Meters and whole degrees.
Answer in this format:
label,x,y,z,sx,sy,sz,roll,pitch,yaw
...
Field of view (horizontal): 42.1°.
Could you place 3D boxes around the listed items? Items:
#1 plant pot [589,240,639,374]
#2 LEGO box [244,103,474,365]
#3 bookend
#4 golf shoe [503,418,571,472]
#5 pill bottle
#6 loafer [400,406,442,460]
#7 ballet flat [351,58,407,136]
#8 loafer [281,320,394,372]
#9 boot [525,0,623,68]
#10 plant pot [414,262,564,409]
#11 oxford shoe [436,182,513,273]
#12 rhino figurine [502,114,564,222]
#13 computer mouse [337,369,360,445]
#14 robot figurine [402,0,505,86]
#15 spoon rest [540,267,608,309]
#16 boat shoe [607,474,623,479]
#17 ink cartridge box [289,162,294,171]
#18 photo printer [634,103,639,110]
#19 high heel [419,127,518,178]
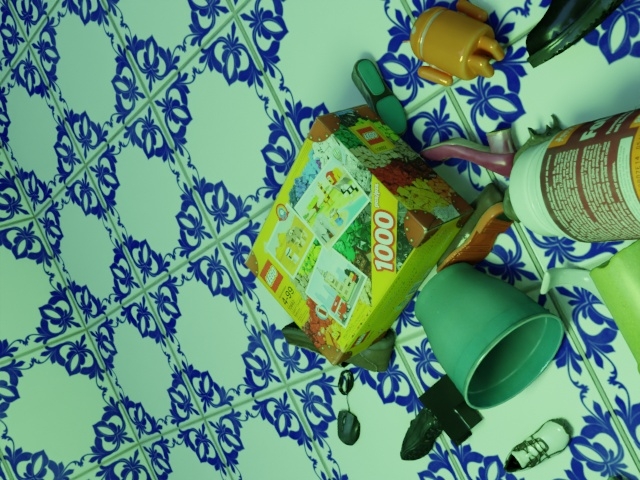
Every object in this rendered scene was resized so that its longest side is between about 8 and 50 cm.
label,x,y,z,sx,sy,sz,roll,pitch,yaw
plant pot,0.647,0.112,1.543,0.254,0.276,0.276,57,134,13
LEGO box,0.072,-0.008,1.991,0.372,0.193,0.500,47,133,20
bookend,0.351,0.403,2.073,0.156,0.072,0.157,51,132,16
golf shoe,0.505,0.492,1.948,0.077,0.094,0.198,50,131,19
pill bottle,0.526,-0.110,1.471,0.392,0.224,0.224,-7,101,66
loafer,0.266,0.510,2.204,0.223,0.076,0.078,112,157,-43
ballet flat,0.142,-0.338,2.005,0.213,0.072,0.068,62,163,7
loafer,0.040,0.293,2.280,0.366,0.134,0.130,7,110,42
boot,0.460,-0.526,1.571,0.260,0.131,0.348,50,122,8
plant pot,0.356,0.194,1.875,0.255,0.272,0.271,48,134,40
oxford shoe,0.347,-0.020,1.921,0.271,0.097,0.098,-53,45,40
rhino figurine,0.453,-0.146,1.751,0.106,0.073,0.243,19,99,32
computer mouse,0.073,0.484,2.390,0.071,0.041,0.242,11,112,41
robot figurine,0.282,-0.421,1.783,0.219,0.128,0.158,33,133,30
spoon rest,0.607,0.113,1.732,0.276,0.084,0.137,19,120,23
boat shoe,0.627,0.669,1.901,0.119,0.121,0.335,43,120,33
ink cartridge box,0.000,0.000,2.255,0.324,0.071,0.330,44,133,21
photo printer,0.726,-0.204,1.463,0.307,0.107,0.256,-34,81,45
high heel,0.335,-0.176,1.871,0.244,0.082,0.117,-8,102,37
